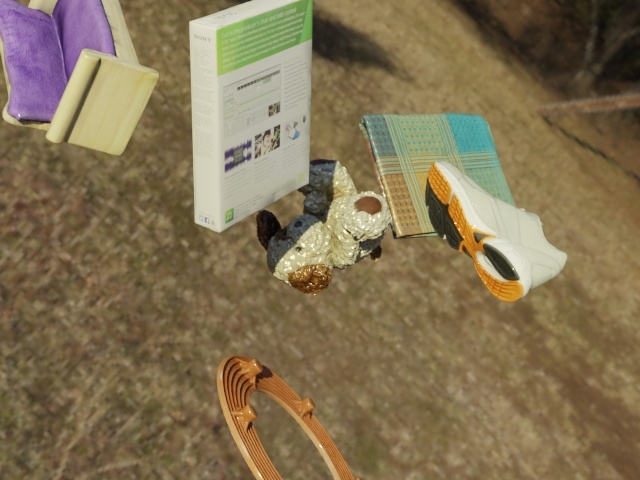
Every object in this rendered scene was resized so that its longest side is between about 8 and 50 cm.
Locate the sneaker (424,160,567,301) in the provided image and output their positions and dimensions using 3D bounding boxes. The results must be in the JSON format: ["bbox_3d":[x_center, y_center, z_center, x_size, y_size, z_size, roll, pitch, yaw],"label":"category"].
[{"bbox_3d":[0.255,-0.023,1.660,0.121,0.099,0.262,-18,55,-25],"label":"sneaker"}]

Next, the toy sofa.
[{"bbox_3d":[-0.375,-0.299,1.682,0.177,0.150,0.362,15,32,-30],"label":"toy sofa"}]

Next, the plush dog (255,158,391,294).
[{"bbox_3d":[0.000,0.000,2.117,0.262,0.225,0.210,45,-20,47],"label":"plush dog"}]

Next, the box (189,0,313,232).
[{"bbox_3d":[-0.101,-0.199,1.707,0.058,0.322,0.232,21,33,30],"label":"box"}]

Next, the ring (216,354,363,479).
[{"bbox_3d":[-0.023,0.291,1.539,0.336,0.032,0.336,51,12,-15],"label":"ring"}]

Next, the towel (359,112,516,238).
[{"bbox_3d":[0.251,-0.139,2.352,0.370,0.040,0.271,-6,74,-41],"label":"towel"}]
